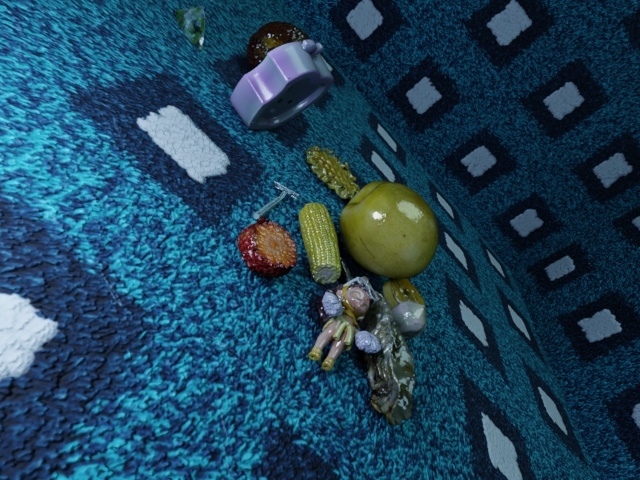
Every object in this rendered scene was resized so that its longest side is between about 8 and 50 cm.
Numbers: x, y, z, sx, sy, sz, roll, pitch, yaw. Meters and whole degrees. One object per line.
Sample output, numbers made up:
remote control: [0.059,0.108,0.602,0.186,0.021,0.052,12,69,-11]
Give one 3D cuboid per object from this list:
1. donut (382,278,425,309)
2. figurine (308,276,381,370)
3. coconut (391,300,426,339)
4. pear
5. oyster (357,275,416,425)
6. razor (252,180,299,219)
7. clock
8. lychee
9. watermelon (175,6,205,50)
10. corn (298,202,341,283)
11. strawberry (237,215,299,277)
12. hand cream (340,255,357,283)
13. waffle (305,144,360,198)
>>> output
donut: [0.272,0.196,1.375,0.178,0.065,0.162,56,31,4]
figurine: [0.052,0.187,0.966,0.174,0.116,0.240,46,33,-9]
coconut: [0.265,0.232,1.243,0.110,0.124,0.110,37,29,-25]
pear: [0.217,-0.035,1.314,0.314,0.314,0.314,39,29,-27]
oyster: [0.169,0.288,1.070,0.204,0.111,0.395,54,22,-37]
razor: [-0.131,-0.099,1.126,0.084,0.035,0.211,29,33,5]
clock: [-0.107,-0.475,1.304,0.102,0.339,0.338,58,26,-1]
lychee: [-0.144,-0.695,1.619,0.267,0.268,0.267,39,29,-27]
watermelon: [-0.409,-0.703,1.379,0.080,0.101,0.155,33,40,-56]
corn: [0.000,0.000,1.141,0.093,0.093,0.244,28,36,-41]
strawberry: [-0.117,0.023,0.926,0.145,0.086,0.145,39,27,-25]
hand cream: [0.079,0.109,1.197,0.163,0.039,0.062,60,11,10]
waffle: [0.053,-0.262,1.592,0.262,0.060,0.280,46,27,-13]
